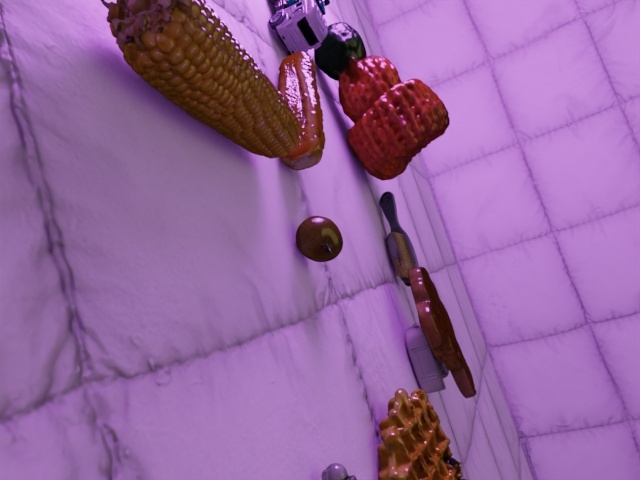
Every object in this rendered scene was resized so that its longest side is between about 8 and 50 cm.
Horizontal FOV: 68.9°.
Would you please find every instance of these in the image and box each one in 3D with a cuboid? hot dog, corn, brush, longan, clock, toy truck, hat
[{"bbox_3d":[-0.037,-0.236,0.840,0.068,0.083,0.289,75,9,-53],"label":"hot dog"},{"bbox_3d":[-0.117,-0.181,0.555,0.305,0.106,0.106,34,40,-64],"label":"corn"},{"bbox_3d":[0.195,-0.016,1.256,0.060,0.068,0.297,17,48,-38],"label":"brush"},{"bbox_3d":[0.000,0.000,0.705,0.075,0.075,0.083,58,-5,-28],"label":"longan"},{"bbox_3d":[0.264,0.272,1.138,0.191,0.062,0.152,-7,77,-70],"label":"clock"},{"bbox_3d":[-0.041,-0.504,1.013,0.110,0.116,0.216,46,31,-47],"label":"toy truck"},{"bbox_3d":[0.124,-0.359,1.233,0.400,0.285,0.285,43,20,5],"label":"hat"}]

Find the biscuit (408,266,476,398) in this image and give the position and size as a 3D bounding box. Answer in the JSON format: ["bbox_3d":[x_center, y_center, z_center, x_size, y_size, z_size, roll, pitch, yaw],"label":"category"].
[{"bbox_3d":[0.276,0.213,1.070,0.320,0.047,0.183,61,25,-11],"label":"biscuit"}]

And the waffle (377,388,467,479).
[{"bbox_3d":[0.179,0.403,0.758,0.283,0.065,0.309,42,36,-31],"label":"waffle"}]

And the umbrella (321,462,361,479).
[{"bbox_3d":[0.033,0.324,0.522,0.067,0.062,0.144,-10,80,-38],"label":"umbrella"}]
